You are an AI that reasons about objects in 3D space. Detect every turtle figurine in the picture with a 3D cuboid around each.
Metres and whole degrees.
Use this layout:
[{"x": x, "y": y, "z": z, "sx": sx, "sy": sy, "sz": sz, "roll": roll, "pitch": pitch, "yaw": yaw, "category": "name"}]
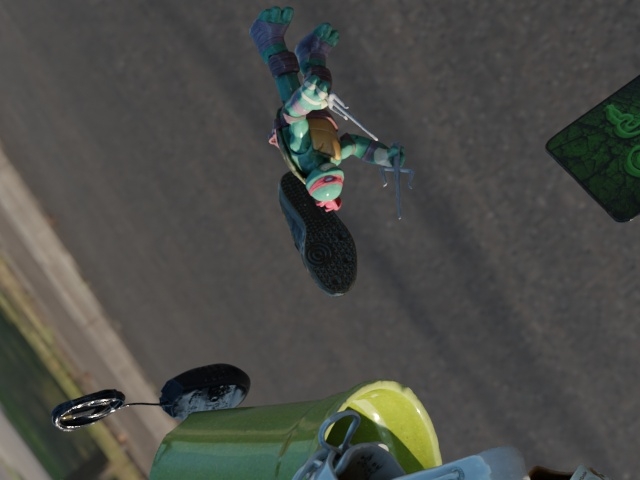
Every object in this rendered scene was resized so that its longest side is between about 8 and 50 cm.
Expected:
[{"x": 0.001, "y": -0.125, "z": 1.616, "sx": 0.175, "sy": 0.118, "sz": 0.234, "roll": 36, "pitch": -149, "yaw": -60, "category": "turtle figurine"}]

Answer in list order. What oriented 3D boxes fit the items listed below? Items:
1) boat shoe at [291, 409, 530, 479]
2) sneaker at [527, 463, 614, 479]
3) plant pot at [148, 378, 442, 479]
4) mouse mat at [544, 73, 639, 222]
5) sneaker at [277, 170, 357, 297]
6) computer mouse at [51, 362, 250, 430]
[{"x": 0.036, "y": 0.228, "z": 1.362, "sx": 0.367, "sy": 0.136, "sz": 0.156, "roll": -19, "pitch": 74, "yaw": 47, "category": "boat shoe"}, {"x": 0.404, "y": 0.384, "z": 2.167, "sx": 0.290, "sy": 0.106, "sz": 0.123, "roll": 8, "pitch": 137, "yaw": 40, "category": "sneaker"}, {"x": -0.040, "y": 0.285, "z": 1.716, "sx": 0.254, "sy": 0.276, "sz": 0.276, "roll": 0, "pitch": 130, "yaw": 35, "category": "plant pot"}, {"x": 0.304, "y": -0.097, "z": 1.461, "sx": 0.007, "sy": 0.153, "sz": 0.189, "roll": 53, "pitch": -177, "yaw": -32, "category": "mouse mat"}, {"x": 0.000, "y": 0.000, "z": 1.929, "sx": 0.071, "sy": 0.066, "sz": 0.188, "roll": 86, "pitch": 165, "yaw": -58, "category": "sneaker"}, {"x": -0.195, "y": 0.179, "z": 1.799, "sx": 0.041, "sy": 0.242, "sz": 0.071, "roll": 64, "pitch": 146, "yaw": 36, "category": "computer mouse"}]
